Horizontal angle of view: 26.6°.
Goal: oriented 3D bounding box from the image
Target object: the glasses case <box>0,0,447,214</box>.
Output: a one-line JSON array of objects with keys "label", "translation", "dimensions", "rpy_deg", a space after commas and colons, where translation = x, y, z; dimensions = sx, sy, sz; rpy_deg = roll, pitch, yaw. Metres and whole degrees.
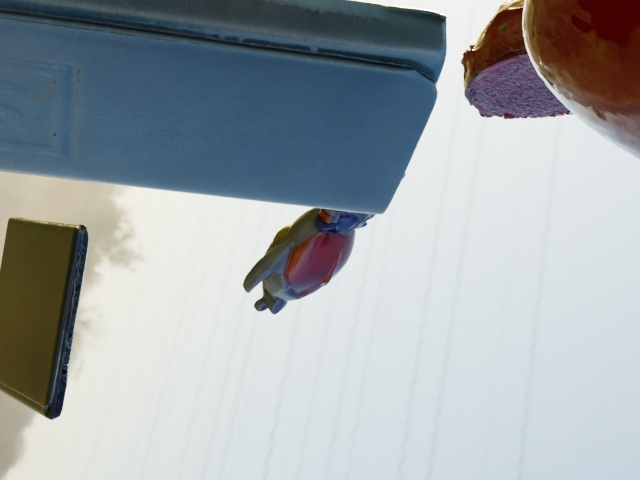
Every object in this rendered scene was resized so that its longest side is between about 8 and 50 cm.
[{"label": "glasses case", "translation": [-0.102, -0.052, 0.426], "dimensions": [0.105, 0.266, 0.056], "rpy_deg": [150, -54, -79]}]

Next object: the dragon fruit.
[{"label": "dragon fruit", "translation": [0.191, -0.182, 1.185], "dimensions": [0.153, 0.153, 0.111], "rpy_deg": [137, -51, -60]}]

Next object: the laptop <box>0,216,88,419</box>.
[{"label": "laptop", "translation": [-0.202, 0.049, 0.948], "dimensions": [0.180, 0.016, 0.129], "rpy_deg": [6, -94, 62]}]

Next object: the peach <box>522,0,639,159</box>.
[{"label": "peach", "translation": [0.194, -0.101, 0.501], "dimensions": [0.196, 0.226, 0.190], "rpy_deg": [89, 16, -55]}]

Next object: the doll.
[{"label": "doll", "translation": [-0.001, 0.000, 1.179], "dimensions": [0.194, 0.062, 0.104], "rpy_deg": [-49, 176, 29]}]
